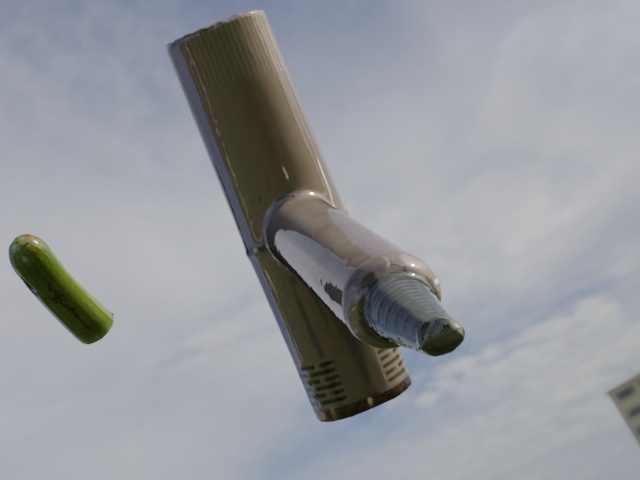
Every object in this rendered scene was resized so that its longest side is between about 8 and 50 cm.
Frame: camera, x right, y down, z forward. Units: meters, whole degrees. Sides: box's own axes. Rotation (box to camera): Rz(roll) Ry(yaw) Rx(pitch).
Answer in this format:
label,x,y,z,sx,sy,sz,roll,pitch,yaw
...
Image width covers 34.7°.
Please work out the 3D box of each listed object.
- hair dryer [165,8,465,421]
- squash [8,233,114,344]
label,x,y,z,sx,sy,sz,roll,pitch,yaw
hair dryer,-0.004,-0.011,0.407,0.053,0.195,0.220,-23,3,-6
squash,-0.160,0.028,0.622,0.027,0.027,0.083,-30,-55,7
